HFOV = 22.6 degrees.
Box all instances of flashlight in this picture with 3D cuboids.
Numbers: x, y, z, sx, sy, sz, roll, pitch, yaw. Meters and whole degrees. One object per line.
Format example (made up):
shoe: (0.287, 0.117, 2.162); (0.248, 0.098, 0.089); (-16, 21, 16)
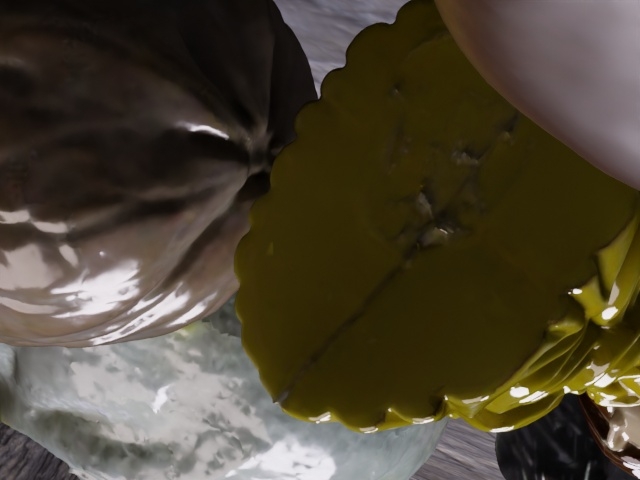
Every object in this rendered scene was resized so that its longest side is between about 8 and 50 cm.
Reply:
flashlight: (0.257, 0.228, 1.278); (0.103, 0.103, 0.424); (17, 163, 36)

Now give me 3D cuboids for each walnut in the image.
walnut: (-0.116, -0.053, 0.714); (0.224, 0.224, 0.224); (25, 166, 7)

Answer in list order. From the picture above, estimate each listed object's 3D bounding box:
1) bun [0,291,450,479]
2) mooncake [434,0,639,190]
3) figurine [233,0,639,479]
bun: (-0.088, 0.064, 1.022); (0.362, 0.211, 0.362); (29, 175, 3)
mooncake: (0.133, -0.080, 0.348); (0.234, 0.117, 0.235); (25, 164, 8)
figurine: (0.128, 0.032, 0.708); (0.168, 0.187, 0.315); (10, 167, 39)
